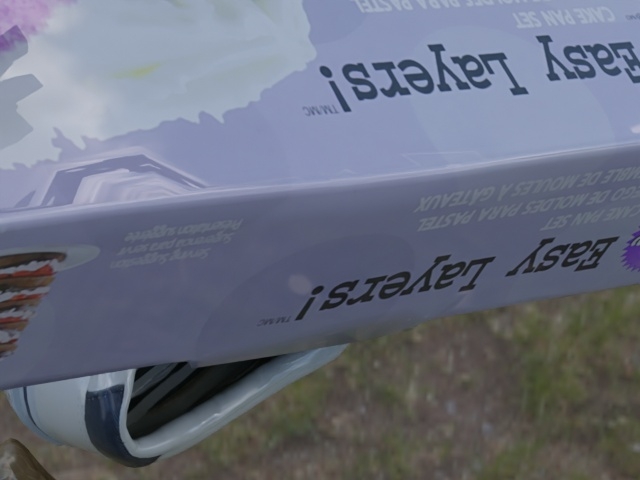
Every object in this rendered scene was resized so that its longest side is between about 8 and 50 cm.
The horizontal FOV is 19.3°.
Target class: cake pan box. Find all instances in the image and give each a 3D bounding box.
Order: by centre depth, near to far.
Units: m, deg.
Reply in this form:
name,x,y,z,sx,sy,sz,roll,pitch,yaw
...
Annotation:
name,x,y,z,sx,sy,sz,roll,pitch,yaw
cake pan box,-0.039,-0.089,0.449,0.267,0.070,0.245,-7,59,-35

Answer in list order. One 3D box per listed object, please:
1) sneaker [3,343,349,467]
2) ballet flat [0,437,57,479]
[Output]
name,x,y,z,sx,sy,sz,roll,pitch,yaw
sneaker,0.000,0.000,0.722,0.258,0.094,0.091,-42,38,-18
ballet flat,-0.057,0.234,0.592,0.124,0.116,0.342,-1,78,2
